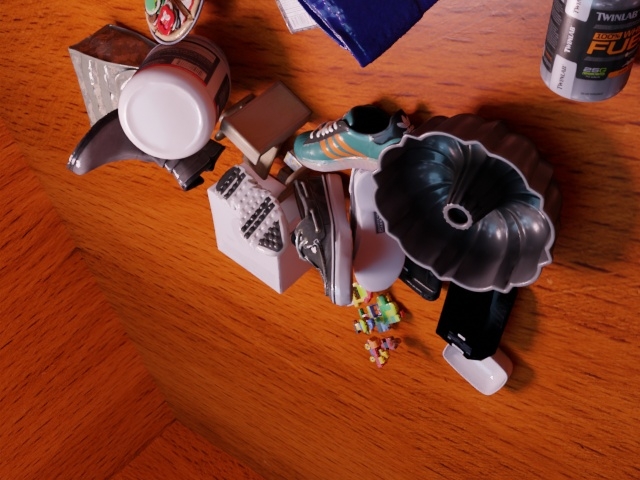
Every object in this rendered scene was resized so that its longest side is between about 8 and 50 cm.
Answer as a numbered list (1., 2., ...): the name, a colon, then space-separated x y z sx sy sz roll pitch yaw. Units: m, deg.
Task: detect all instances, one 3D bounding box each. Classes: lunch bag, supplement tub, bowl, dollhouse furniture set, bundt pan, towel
1. lunch bag: -0.439 -0.358 2.028 0.287 0.169 0.235 24 140 26
2. supplement tub: 0.348 -0.280 1.054 0.117 0.117 0.190 33 149 28
3. bowl: 0.341 0.252 1.783 0.142 0.053 0.142 43 150 12
4. dollhouse furniture set: -0.134 -0.200 1.785 0.212 0.161 0.242 45 152 8
5. bundt pan: 0.254 -0.074 1.399 0.331 0.124 0.330 24 140 21
6. supplement tub: -0.289 -0.302 1.720 0.191 0.272 0.191 2 121 4
7. towel: 0.095 -0.405 1.099 0.227 0.308 0.076 50 -176 -4

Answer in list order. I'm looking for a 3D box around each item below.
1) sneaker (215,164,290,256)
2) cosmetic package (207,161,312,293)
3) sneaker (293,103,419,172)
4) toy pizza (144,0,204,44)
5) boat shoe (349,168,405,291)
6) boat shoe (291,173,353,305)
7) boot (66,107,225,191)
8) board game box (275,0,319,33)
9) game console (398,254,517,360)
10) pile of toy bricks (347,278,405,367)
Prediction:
1. sneaker: -0.121 -0.055 1.785 0.118 0.110 0.292 38 -169 -40
2. cosmetic package: -0.137 -0.031 2.022 0.224 0.138 0.224 34 147 26
3. sneaker: 0.061 -0.202 1.578 0.302 0.108 0.121 7 131 41
4. toy pizza: -0.298 -0.493 1.675 0.201 0.032 0.201 -4 84 45
5. boat shoe: 0.105 -0.037 1.697 0.102 0.108 0.301 -102 3 -56
6. boat shoe: 0.000 0.000 1.696 0.335 0.119 0.121 -98 4 -45
7. boot: -0.359 -0.188 1.805 0.223 0.338 0.118 45 139 -1
8. board game box: 0.007 -0.486 1.257 0.232 0.141 0.291 6 130 52
9. game console: 0.232 0.075 1.706 0.361 0.044 0.213 40 138 32
10. pile of toy bricks: 0.144 0.174 1.940 0.105 0.118 0.212 -21 92 32
